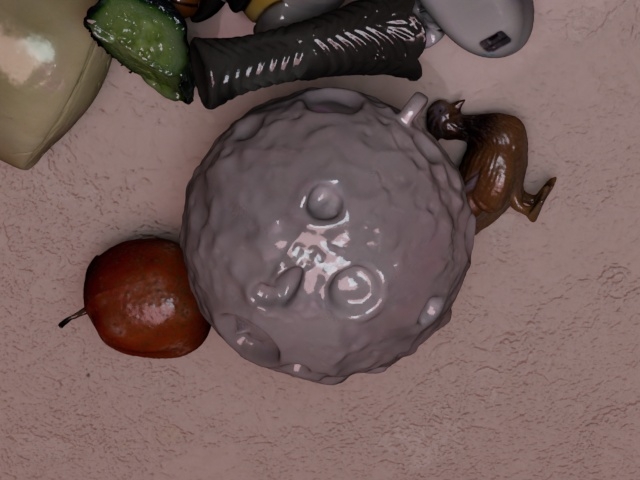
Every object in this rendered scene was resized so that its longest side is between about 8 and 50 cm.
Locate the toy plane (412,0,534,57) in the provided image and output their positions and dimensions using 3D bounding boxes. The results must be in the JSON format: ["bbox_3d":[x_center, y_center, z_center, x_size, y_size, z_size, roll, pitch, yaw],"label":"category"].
[{"bbox_3d":[0.148,-0.320,1.366,0.266,0.123,0.267,11,126,15],"label":"toy plane"}]

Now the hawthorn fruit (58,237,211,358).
[{"bbox_3d":[-0.234,0.078,1.535,0.193,0.157,0.157,-12,112,-1],"label":"hawthorn fruit"}]

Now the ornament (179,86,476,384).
[{"bbox_3d":[0.000,0.000,1.385,0.337,0.337,0.337,1,113,3],"label":"ornament"}]

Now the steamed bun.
[{"bbox_3d":[-0.356,-0.208,1.426,0.200,0.155,0.250,29,114,-8],"label":"steamed bun"}]

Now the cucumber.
[{"bbox_3d":[-0.187,-0.219,1.396,0.115,0.193,0.086,25,78,7],"label":"cucumber"}]

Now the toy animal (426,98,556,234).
[{"bbox_3d":[0.186,-0.073,1.494,0.179,0.089,0.188,30,112,6],"label":"toy animal"}]

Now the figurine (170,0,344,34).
[{"bbox_3d":[-0.086,-0.305,1.383,0.236,0.133,0.176,24,122,-4],"label":"figurine"}]

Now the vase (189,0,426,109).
[{"bbox_3d":[-0.017,-0.203,1.307,0.237,0.115,0.116,-14,113,-15],"label":"vase"}]
